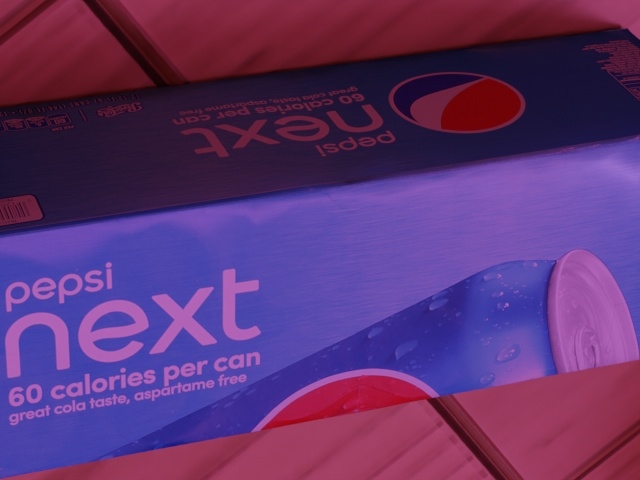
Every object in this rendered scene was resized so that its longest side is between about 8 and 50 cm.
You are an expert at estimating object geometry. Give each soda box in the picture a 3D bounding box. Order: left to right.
[{"bbox_3d":[0.000,0.000,0.491,0.210,0.067,0.071,-9,122,-17],"label":"soda box"}]
